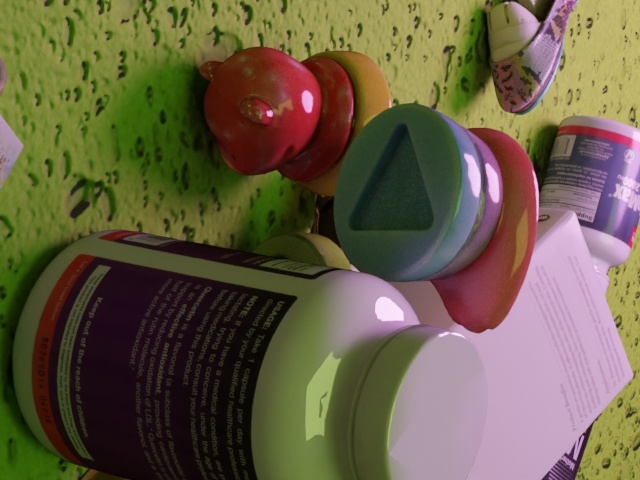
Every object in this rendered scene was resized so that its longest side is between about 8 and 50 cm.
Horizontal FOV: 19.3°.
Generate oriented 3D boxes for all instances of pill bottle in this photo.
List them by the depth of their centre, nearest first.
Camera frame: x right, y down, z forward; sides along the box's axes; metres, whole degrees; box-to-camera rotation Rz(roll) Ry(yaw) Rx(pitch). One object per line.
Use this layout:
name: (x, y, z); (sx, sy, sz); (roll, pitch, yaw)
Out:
pill bottle: (-0.051, 0.100, 1.334); (0.181, 0.323, 0.182); (-18, 112, -51)
pill bottle: (0.277, -0.029, 1.950); (0.108, 0.108, 0.180); (29, 75, -53)

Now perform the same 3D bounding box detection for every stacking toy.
stacking toy: (0.000, 0.000, 1.442); (0.130, 0.309, 0.280); (12, 101, -41)

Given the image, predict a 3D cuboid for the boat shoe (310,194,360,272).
boat shoe: (0.026, -0.040, 1.612); (0.070, 0.077, 0.219); (64, 30, -30)

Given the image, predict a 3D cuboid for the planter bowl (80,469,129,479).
planter bowl: (-0.094, 0.257, 1.452); (0.217, 0.090, 0.217); (8, 77, -38)

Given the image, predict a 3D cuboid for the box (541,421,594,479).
box: (0.199, 0.161, 1.928); (0.270, 0.060, 0.216); (41, 65, -50)

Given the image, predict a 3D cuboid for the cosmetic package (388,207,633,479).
cosmetic package: (0.096, 0.143, 1.647); (0.365, 0.155, 0.197); (-39, 120, -33)

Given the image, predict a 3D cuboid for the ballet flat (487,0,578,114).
ballet flat: (0.208, -0.223, 1.848); (0.079, 0.077, 0.221); (46, 54, -28)

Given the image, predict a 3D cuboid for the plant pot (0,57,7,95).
plant pot: (-0.329, 0.006, 1.025); (0.256, 0.256, 0.274); (-9, 123, -53)

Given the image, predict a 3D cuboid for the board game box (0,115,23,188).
board game box: (-0.255, -0.059, 1.234); (0.103, 0.026, 0.154); (-66, 157, -19)
